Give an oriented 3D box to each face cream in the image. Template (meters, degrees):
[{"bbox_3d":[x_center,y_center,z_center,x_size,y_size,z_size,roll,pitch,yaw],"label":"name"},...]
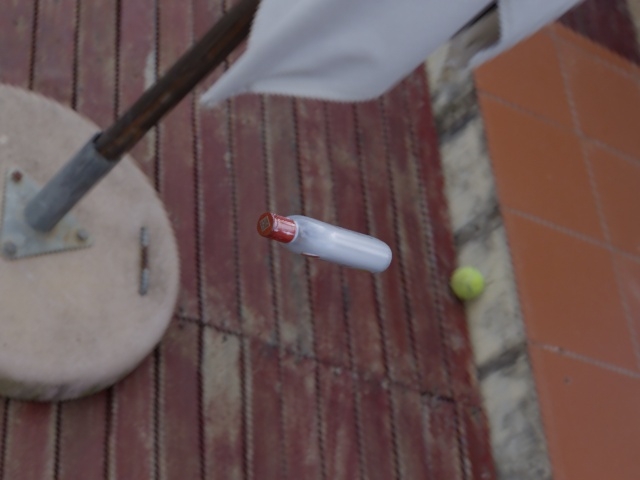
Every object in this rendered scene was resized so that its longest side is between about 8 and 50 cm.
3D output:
[{"bbox_3d":[0.000,0.000,0.659,0.083,0.040,0.021,17,90,-44],"label":"face cream"}]
